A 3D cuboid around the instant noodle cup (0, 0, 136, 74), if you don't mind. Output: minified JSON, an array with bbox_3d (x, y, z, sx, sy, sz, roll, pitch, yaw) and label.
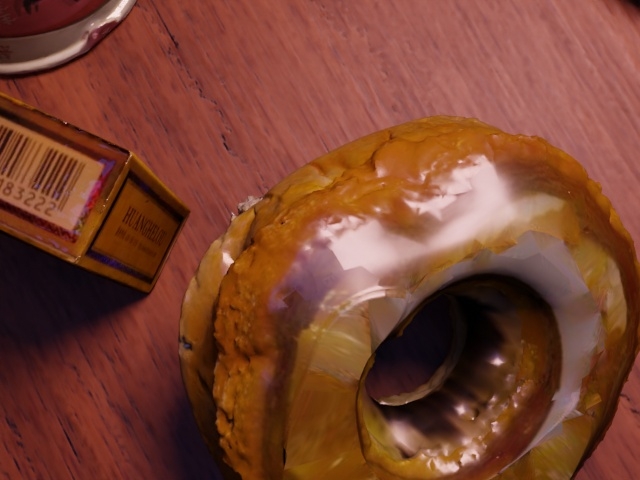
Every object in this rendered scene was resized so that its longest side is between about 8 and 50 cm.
[{"bbox_3d":[-0.263,-0.268,0.692,0.235,0.178,0.235,0,80,1],"label":"instant noodle cup"}]

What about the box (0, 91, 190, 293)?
[{"bbox_3d":[-0.260,-0.065,0.651,0.301,0.193,0.084,24,82,6],"label":"box"}]

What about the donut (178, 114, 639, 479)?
[{"bbox_3d":[0.067,0.075,0.593,0.330,0.160,0.330,-1,95,-14],"label":"donut"}]

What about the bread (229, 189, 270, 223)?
[{"bbox_3d":[0.001,0.000,0.689,0.125,0.082,0.106,-19,94,-12],"label":"bread"}]
